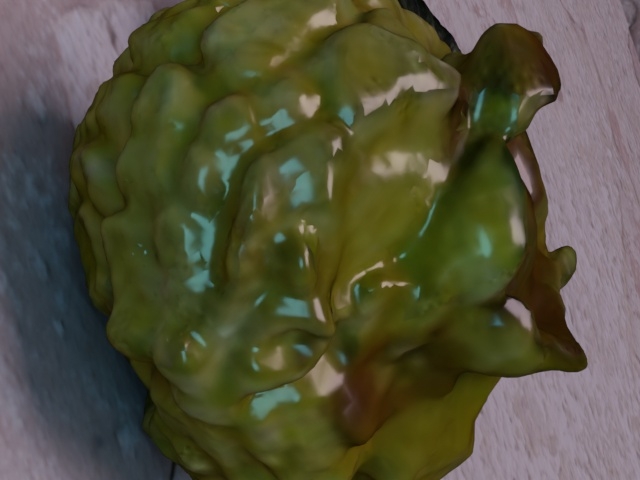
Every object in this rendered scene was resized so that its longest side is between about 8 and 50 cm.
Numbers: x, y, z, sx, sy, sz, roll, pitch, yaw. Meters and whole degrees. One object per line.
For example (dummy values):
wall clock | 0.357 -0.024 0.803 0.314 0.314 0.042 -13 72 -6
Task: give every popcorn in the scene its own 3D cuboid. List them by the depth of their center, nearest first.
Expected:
popcorn | 0.000 0.000 0.909 0.258 0.270 0.224 21 18 -28

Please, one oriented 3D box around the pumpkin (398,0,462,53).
pumpkin | 0.007 -0.071 1.112 0.211 0.152 0.211 44 34 -41
